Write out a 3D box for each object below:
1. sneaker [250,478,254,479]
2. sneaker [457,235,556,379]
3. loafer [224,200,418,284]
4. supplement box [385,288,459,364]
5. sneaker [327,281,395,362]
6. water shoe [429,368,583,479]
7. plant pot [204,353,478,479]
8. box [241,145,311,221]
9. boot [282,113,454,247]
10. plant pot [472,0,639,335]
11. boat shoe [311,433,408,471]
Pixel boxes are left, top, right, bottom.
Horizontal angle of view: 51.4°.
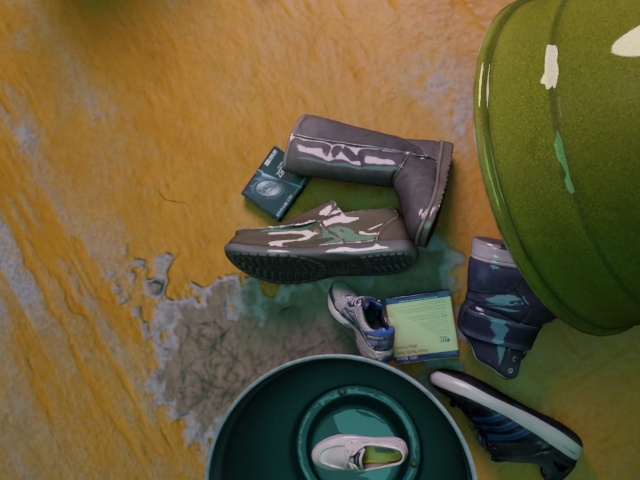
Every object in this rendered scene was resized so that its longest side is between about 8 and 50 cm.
[{"bbox_3d":[-0.116,0.379,0.865,0.126,0.091,0.240,-19,85,10],"label":"sneaker"},{"bbox_3d":[0.281,0.094,0.815,0.226,0.086,0.164,10,98,2],"label":"sneaker"},{"bbox_3d":[0.000,0.000,0.875,0.250,0.094,0.088,-1,62,1],"label":"loafer"},{"bbox_3d":[0.131,0.109,0.851,0.083,0.056,0.083,-9,85,10],"label":"supplement box"},{"bbox_3d":[0.056,0.090,0.843,0.135,0.052,0.058,49,138,41],"label":"sneaker"},{"bbox_3d":[0.218,0.232,0.821,0.203,0.073,0.080,27,94,11],"label":"water shoe"},{"bbox_3d":[0.034,0.270,0.790,0.292,0.196,0.293,0,88,10],"label":"plant pot"},{"bbox_3d":[-0.059,-0.078,0.915,0.067,0.018,0.083,37,94,10],"label":"box"},{"bbox_3d":[0.053,-0.083,0.837,0.208,0.190,0.076,15,134,4],"label":"boot"},{"bbox_3d":[0.388,-0.111,0.578,0.352,0.366,0.367,-15,83,49],"label":"plant pot"},{"bbox_3d":[0.038,0.218,0.674,0.100,0.035,0.035,-3,87,10],"label":"boat shoe"}]
